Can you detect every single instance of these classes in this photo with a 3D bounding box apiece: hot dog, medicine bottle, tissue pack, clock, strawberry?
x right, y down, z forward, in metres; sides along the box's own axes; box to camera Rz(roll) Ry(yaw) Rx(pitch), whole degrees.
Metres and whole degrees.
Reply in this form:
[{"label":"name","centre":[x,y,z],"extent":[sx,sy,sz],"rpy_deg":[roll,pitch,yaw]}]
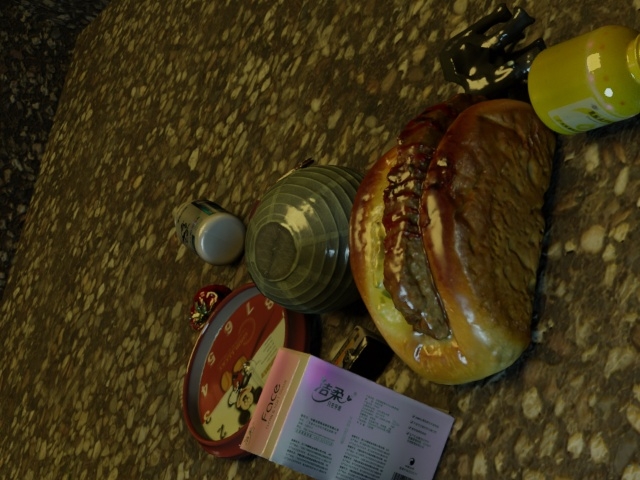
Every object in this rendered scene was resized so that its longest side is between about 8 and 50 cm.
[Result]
[{"label":"hot dog","centre":[0.168,-0.025,1.526],"extent":[0.185,0.223,0.405],"rpy_deg":[-25,47,53]},{"label":"medicine bottle","centre":[0.374,-0.212,1.437],"extent":[0.212,0.121,0.122],"rpy_deg":[-15,55,54]},{"label":"tissue pack","centre":[0.039,0.248,1.491],"extent":[0.092,0.246,0.149],"rpy_deg":[6,71,61]},{"label":"clock","centre":[-0.122,0.219,1.955],"extent":[0.318,0.080,0.319],"rpy_deg":[-32,44,37]},{"label":"medicine bottle","centre":[-0.226,-0.022,2.288],"extent":[0.107,0.107,0.191],"rpy_deg":[-63,29,2]},{"label":"strawberry","centre":[-0.194,0.129,2.132],"extent":[0.106,0.106,0.106],"rpy_deg":[-39,37,38]}]

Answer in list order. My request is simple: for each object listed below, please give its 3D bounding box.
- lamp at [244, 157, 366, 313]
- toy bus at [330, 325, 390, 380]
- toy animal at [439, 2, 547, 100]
[{"label":"lamp","centre":[0.000,0.000,1.789],"extent":[0.265,0.233,0.233],"rpy_deg":[-57,28,30]},{"label":"toy bus","centre":[0.036,0.208,1.727],"extent":[0.172,0.057,0.072],"rpy_deg":[-56,21,14]},{"label":"toy animal","centre":[0.257,-0.261,1.670],"extent":[0.146,0.115,0.245],"rpy_deg":[-36,11,2]}]
